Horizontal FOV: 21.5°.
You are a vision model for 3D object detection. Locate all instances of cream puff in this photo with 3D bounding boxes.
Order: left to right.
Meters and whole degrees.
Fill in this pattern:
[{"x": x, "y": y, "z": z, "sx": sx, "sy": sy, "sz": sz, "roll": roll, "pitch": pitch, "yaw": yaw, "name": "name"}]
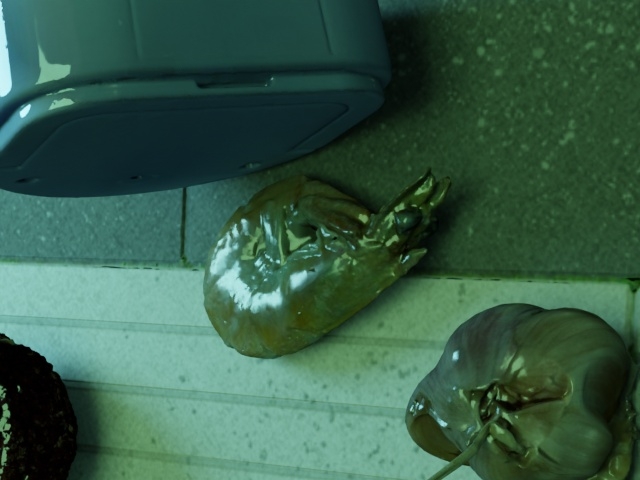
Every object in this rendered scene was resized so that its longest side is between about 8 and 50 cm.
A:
[{"x": -0.364, "y": 0.210, "z": 1.787, "sx": 0.239, "sy": 0.165, "sz": 0.239, "roll": -3, "pitch": 84, "yaw": 31, "name": "cream puff"}]

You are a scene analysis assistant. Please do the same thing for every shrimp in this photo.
[{"x": 0.000, "y": 0.000, "z": 1.603, "sx": 0.317, "sy": 0.077, "sz": 0.168, "roll": -34, "pitch": 67, "yaw": 32, "name": "shrimp"}]

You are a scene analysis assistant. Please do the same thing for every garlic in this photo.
[{"x": 0.162, "y": 0.182, "z": 1.415, "sx": 0.207, "sy": 0.256, "sz": 0.207, "roll": 21, "pitch": 142, "yaw": 18, "name": "garlic"}]

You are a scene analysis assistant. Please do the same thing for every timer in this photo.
[{"x": -0.157, "y": -0.158, "z": 1.548, "sx": 0.395, "sy": 0.395, "sz": 0.173, "roll": -17, "pitch": 79, "yaw": 33, "name": "timer"}]
